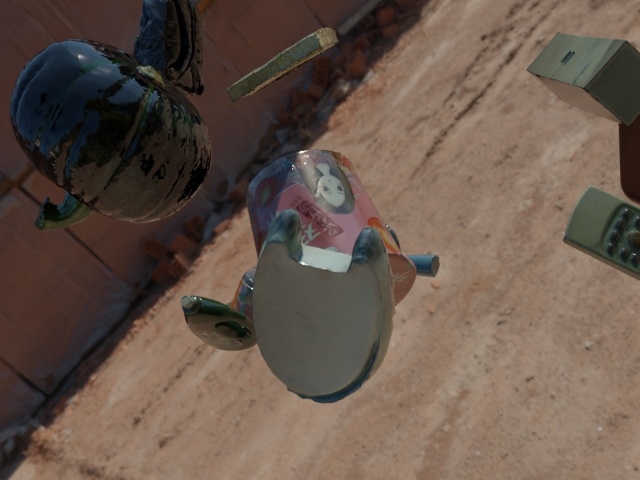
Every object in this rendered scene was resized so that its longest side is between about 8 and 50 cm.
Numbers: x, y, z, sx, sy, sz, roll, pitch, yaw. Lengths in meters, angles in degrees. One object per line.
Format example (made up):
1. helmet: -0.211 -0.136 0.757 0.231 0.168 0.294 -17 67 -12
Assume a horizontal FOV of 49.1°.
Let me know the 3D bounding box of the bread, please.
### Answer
1. bread: -0.051 -0.229 0.918 0.154 0.028 0.068 -26 11 27

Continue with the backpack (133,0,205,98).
1. backpack: -0.252 -0.323 1.158 0.106 0.165 0.120 -6 -10 18

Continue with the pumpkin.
1. pumpkin: -0.267 -0.108 0.860 0.248 0.248 0.248 -33 23 16

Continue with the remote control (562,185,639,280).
1. remote control: 0.573 0.011 1.227 0.123 0.286 0.038 -59 -8 -13

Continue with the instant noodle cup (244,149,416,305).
1. instant noodle cup: 0.000 0.000 1.110 0.243 0.243 0.231 -32 58 19

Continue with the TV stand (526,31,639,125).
1. TV stand: 0.391 -0.242 1.022 0.082 0.088 0.269 -50 11 14

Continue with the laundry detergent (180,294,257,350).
1. laundry detergent: -0.215 0.165 1.447 0.137 0.211 0.062 -3 60 22

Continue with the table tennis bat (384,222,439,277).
1. table tennis bat: 0.091 0.043 1.460 0.329 0.044 0.215 3 73 34

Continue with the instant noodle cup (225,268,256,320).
1. instant noodle cup: -0.144 0.149 1.749 0.208 0.178 0.125 43 120 50

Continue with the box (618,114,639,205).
1. box: 0.769 -0.228 1.419 0.230 0.339 0.239 -27 33 -16

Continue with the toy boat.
1. toy boat: 0.006 0.061 0.663 0.134 0.207 0.078 10 36 13
